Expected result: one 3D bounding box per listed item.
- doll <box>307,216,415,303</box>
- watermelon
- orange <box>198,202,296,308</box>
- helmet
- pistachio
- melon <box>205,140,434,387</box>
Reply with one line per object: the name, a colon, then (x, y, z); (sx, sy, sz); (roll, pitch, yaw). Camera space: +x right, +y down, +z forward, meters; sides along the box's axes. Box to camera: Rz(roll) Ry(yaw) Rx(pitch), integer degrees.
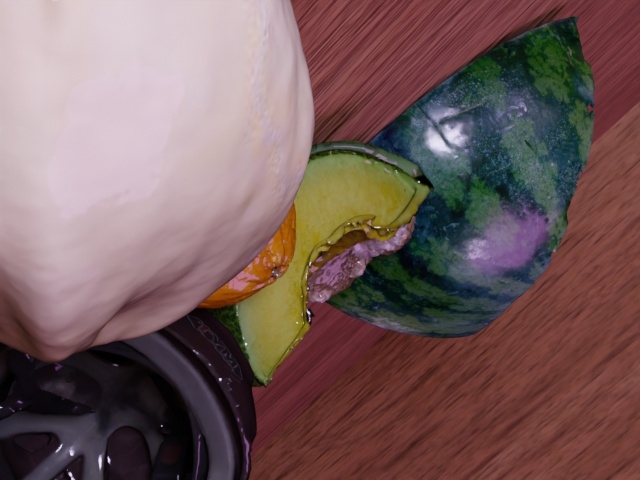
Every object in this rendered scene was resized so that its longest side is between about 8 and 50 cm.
doll: (0.002, 0.005, 1.696); (0.221, 0.105, 0.115); (-43, -147, 14)
watermelon: (0.165, -0.039, 1.814); (0.319, 0.222, 0.292); (-31, 172, -39)
orange: (-0.079, -0.006, 1.336); (0.135, 0.117, 0.135); (-31, 166, -9)
helmet: (-0.156, 0.142, 1.415); (0.305, 0.225, 0.177); (-32, -175, 28)
pistachio: (-0.104, -0.081, 0.683); (0.332, 0.208, 0.226); (93, 3, -59)
melon: (-0.045, 0.005, 1.534); (0.265, 0.129, 0.169); (-50, -163, -29)
